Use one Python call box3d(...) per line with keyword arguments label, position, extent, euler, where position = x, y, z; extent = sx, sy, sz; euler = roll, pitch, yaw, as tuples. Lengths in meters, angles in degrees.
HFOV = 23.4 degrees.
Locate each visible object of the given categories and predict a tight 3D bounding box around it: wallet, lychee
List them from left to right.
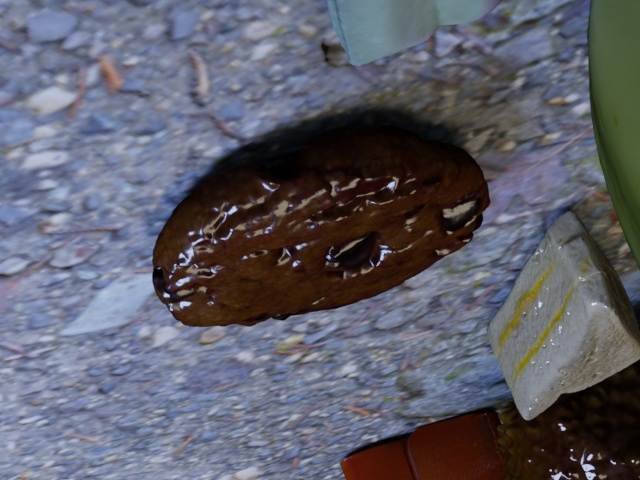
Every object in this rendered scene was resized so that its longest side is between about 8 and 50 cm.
box3d(label="wallet", position=(0.114, 0.250, 1.250), extent=(0.142, 0.204, 0.045), euler=(-15, 158, -13))
box3d(label="lychee", position=(0.236, 0.156, 1.176), extent=(0.200, 0.200, 0.238), euler=(-19, 170, -5))

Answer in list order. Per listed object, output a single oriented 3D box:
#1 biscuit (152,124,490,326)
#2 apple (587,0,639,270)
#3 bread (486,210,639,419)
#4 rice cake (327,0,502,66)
box3d(label="biscuit", position=(0.000, 0.000, 0.833), extent=(0.192, 0.049, 0.192), euler=(-14, 157, -6))
box3d(label="apple", position=(0.288, -0.050, 0.634), extent=(0.357, 0.357, 0.357), euler=(-17, 155, -8))
box3d(label="bread", position=(0.149, 0.051, 1.022), extent=(0.105, 0.077, 0.152), euler=(-27, 154, 12))
box3d(label="rice cake", position=(0.030, -0.139, 0.577), extent=(0.080, 0.042, 0.222), euler=(-19, 155, 1))
